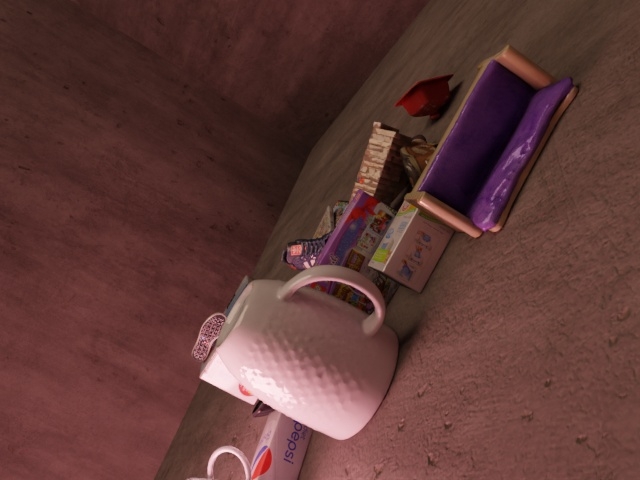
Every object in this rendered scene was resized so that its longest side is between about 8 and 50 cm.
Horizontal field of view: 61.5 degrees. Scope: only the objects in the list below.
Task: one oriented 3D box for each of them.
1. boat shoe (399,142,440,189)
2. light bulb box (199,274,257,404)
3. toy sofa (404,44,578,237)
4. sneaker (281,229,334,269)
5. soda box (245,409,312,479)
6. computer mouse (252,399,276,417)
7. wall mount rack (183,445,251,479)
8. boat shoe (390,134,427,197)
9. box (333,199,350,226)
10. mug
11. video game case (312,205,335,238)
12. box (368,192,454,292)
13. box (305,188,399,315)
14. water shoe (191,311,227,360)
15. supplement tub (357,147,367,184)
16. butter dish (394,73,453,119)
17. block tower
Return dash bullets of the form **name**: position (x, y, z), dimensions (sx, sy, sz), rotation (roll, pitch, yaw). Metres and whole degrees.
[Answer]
- **boat shoe**: position (0.286, -0.198, 1.418), dimensions (0.120, 0.122, 0.324), rotation (-23, 15, 13)
- **light bulb box**: position (-0.269, 0.360, 2.041), dimensions (0.357, 0.225, 0.361), rotation (-60, 11, 0)
- **toy sofa**: position (0.335, -0.196, 1.082), dimensions (0.362, 0.150, 0.177), rotation (-60, 11, -2)
- **sneaker**: position (-0.035, 0.040, 1.937), dimensions (0.350, 0.148, 0.131), rotation (-34, 48, 58)
- **soda box**: position (-0.111, 0.547, 1.265), dimensions (0.091, 0.098, 0.286), rotation (-45, 19, 50)
- **computer mouse**: position (-0.098, 0.423, 1.607), dimensions (0.262, 0.060, 0.184), rotation (-53, 3, -31)
- **wall mount rack**: position (-0.168, 0.603, 1.062), dimensions (0.304, 0.130, 0.349), rotation (-8, 83, 28)
- **boat shoe**: position (0.233, -0.219, 1.685), dimensions (0.285, 0.103, 0.092), rotation (-47, 12, 35)
- **box**: position (0.081, -0.104, 2.162), dimensions (0.114, 0.036, 0.207), rotation (-60, 12, -1)
- **mug**: position (-0.018, 0.202, 1.146), dimensions (0.374, 0.328, 0.276), rotation (-53, 14, 30)
- **video game case**: position (0.000, 0.000, 2.155), dimensions (0.206, 0.026, 0.226), rotation (-92, 25, -60)
- **box**: position (0.213, 0.001, 1.220), dimensions (0.203, 0.103, 0.114), rotation (-60, 13, -2)
- **box**: position (0.106, 0.051, 1.306), dimensions (0.293, 0.201, 0.057), rotation (-59, 12, 4)
- **water shoe**: position (-0.400, 0.332, 1.922), dimensions (0.203, 0.073, 0.080), rotation (-58, 10, 10)
- **supplement tub**: position (0.191, -0.238, 1.840), dimensions (0.117, 0.117, 0.190), rotation (-48, 17, 43)
- **butter dish**: position (0.347, -0.442, 1.724), dimensions (0.160, 0.118, 0.160), rotation (-20, -7, -25)
- **block tower**: position (0.168, -0.173, 1.593), dimensions (0.097, 0.091, 0.335), rotation (24, 101, 44)
